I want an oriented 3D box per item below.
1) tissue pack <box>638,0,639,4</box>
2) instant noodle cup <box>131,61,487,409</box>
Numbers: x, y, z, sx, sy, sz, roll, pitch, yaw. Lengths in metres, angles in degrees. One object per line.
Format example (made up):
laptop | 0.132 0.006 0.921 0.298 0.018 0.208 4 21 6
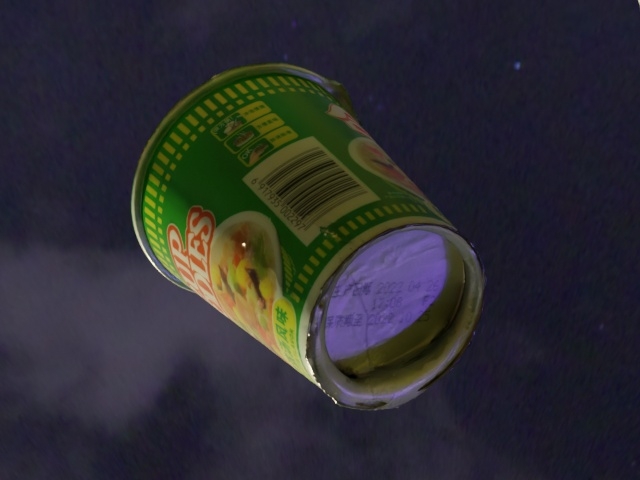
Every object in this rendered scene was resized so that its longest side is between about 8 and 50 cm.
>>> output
tissue pack | 0.501 -0.116 1.212 0.405 0.332 0.205 -15 -145 16
instant noodle cup | 0.000 0.000 1.066 0.207 0.207 0.232 -34 -142 -12
